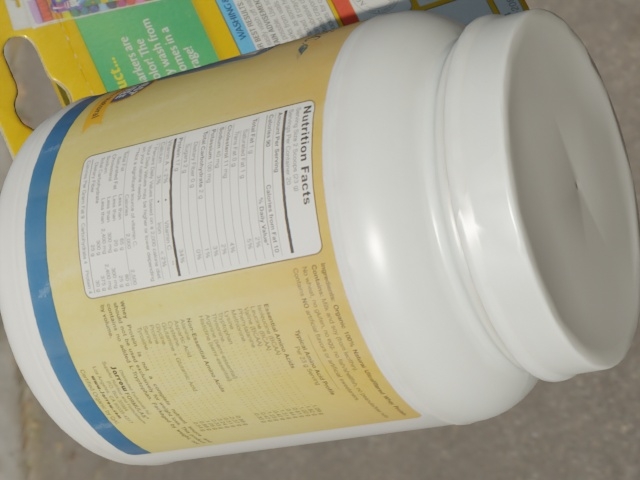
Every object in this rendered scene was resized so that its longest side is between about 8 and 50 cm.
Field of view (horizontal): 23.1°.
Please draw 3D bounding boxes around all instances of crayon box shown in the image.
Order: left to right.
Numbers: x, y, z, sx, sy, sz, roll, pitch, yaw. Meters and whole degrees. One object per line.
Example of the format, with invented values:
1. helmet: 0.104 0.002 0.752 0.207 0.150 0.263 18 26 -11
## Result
1. crayon box: -0.040 -0.106 0.927 0.203 0.323 0.083 65 160 15

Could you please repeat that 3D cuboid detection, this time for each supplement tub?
1. supplement tub: 0.000 0.000 0.563 0.200 0.144 0.144 -12 61 28
